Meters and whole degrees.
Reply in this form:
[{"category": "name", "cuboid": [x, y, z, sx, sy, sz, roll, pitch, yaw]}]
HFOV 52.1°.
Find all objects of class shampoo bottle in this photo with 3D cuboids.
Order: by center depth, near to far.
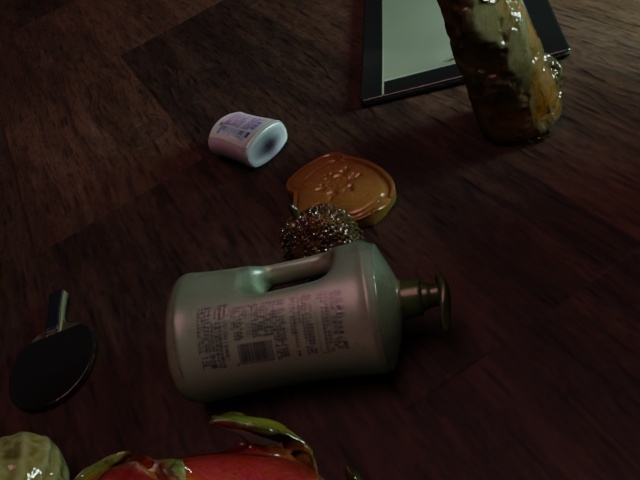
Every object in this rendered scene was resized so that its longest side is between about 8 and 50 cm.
[{"category": "shampoo bottle", "cuboid": [-0.007, 0.064, 0.553, 0.234, 0.087, 0.118, -12, 59, 14]}, {"category": "shampoo bottle", "cuboid": [-0.100, -0.133, 0.847, 0.099, 0.043, 0.072, 21, 57, 41]}]

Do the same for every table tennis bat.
[{"category": "table tennis bat", "cuboid": [-0.282, 0.112, 0.692, 0.095, 0.014, 0.158, -23, 42, 3]}]

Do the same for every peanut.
[{"category": "peanut", "cuboid": [-0.242, 0.233, 0.487, 0.093, 0.083, 0.194, -17, 41, 8]}]

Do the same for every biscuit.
[{"category": "biscuit", "cuboid": [0.014, -0.051, 0.719, 0.140, 0.023, 0.118, 24, 59, 41]}]

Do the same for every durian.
[{"category": "durian", "cuboid": [0.000, 0.000, 0.622, 0.080, 0.091, 0.080, -31, 20, 13]}]

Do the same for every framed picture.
[{"category": "framed picture", "cuboid": [0.185, -0.316, 0.931, 0.264, 0.016, 0.347, -11, 41, 14]}]

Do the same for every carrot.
[{"category": "carrot", "cuboid": [0.161, -0.216, 0.651, 0.101, 0.263, 0.102, -23, 37, 19]}]

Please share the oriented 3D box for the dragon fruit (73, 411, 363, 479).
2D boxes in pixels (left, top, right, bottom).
[{"category": "dragon fruit", "cuboid": [-0.055, 0.203, 0.332, 0.223, 0.227, 0.224, -15, 32, 10]}]
